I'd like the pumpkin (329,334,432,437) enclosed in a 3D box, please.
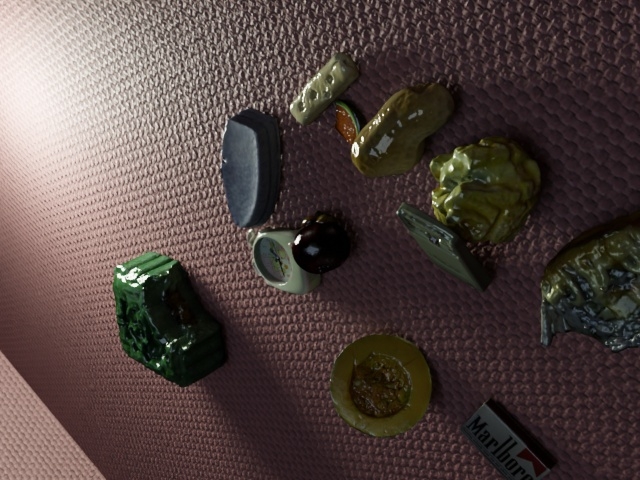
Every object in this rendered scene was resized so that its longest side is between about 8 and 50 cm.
[{"bbox_3d":[0.129,0.315,1.661,0.217,0.217,0.110,50,175,11],"label":"pumpkin"}]

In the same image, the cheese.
[{"bbox_3d":[0.004,-0.297,1.520,0.194,0.043,0.065,-40,77,48],"label":"cheese"}]

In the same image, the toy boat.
[{"bbox_3d":[-0.153,-0.149,1.719,0.127,0.078,0.283,24,125,29],"label":"toy boat"}]

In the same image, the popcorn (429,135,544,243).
[{"bbox_3d":[0.272,-0.088,1.298,0.185,0.167,0.187,12,86,65],"label":"popcorn"}]

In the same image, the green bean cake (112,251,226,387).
[{"bbox_3d":[-0.419,0.213,2.093,0.300,0.169,0.307,18,121,37],"label":"green bean cake"}]

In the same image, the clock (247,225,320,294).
[{"bbox_3d":[-0.090,0.037,1.767,0.191,0.062,0.151,11,119,40],"label":"clock"}]

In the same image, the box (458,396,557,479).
[{"bbox_3d":[0.373,0.411,1.547,0.177,0.036,0.115,46,135,16],"label":"box"}]

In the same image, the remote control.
[{"bbox_3d":[0.221,0.013,1.341,0.123,0.285,0.038,33,86,31],"label":"remote control"}]

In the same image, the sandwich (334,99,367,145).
[{"bbox_3d":[0.058,-0.233,1.516,0.101,0.026,0.069,50,140,16],"label":"sandwich"}]

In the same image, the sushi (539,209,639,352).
[{"bbox_3d":[0.465,0.068,1.205,0.274,0.139,0.184,-31,90,44],"label":"sushi"}]

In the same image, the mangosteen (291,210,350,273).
[{"bbox_3d":[0.000,0.000,1.632,0.140,0.140,0.140,21,124,35],"label":"mangosteen"}]

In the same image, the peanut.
[{"bbox_3d":[0.151,-0.198,1.390,0.236,0.110,0.120,-38,62,40],"label":"peanut"}]
